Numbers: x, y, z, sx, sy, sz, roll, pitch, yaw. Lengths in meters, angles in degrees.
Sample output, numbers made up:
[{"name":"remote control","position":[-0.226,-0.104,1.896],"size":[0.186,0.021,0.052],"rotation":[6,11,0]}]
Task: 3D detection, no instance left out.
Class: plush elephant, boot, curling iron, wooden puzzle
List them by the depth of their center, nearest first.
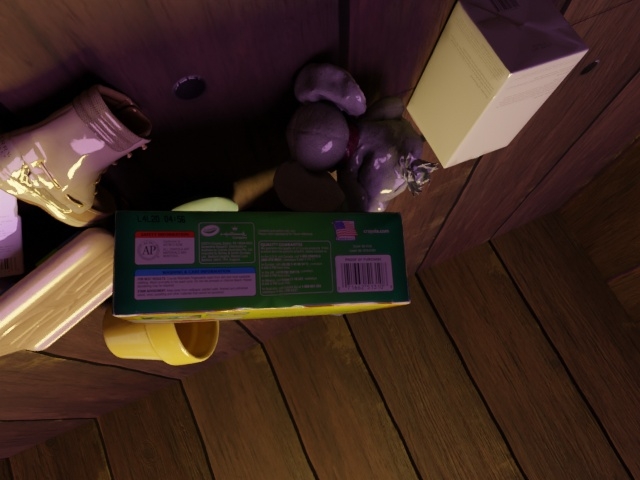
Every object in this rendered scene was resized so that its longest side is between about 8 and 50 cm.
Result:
[{"name":"boot","position":[-0.339,-0.121,0.755],"size":[0.204,0.095,0.262],"rotation":[-29,161,3]},{"name":"plush elephant","position":[0.039,-0.169,0.912],"size":[0.330,0.256,0.271],"rotation":[-135,-113,-76]},{"name":"wooden puzzle","position":[-0.509,0.095,0.952],"size":[0.322,0.080,0.348],"rotation":[-42,178,-11]},{"name":"curling iron","position":[-0.390,-0.027,1.017],"size":[0.068,0.035,0.274],"rotation":[-60,173,-15]}]

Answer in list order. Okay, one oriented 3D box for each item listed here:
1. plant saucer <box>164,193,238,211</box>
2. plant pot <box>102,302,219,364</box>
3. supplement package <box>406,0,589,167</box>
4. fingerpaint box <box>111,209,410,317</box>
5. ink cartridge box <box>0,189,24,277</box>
[{"name":"plant saucer","position":[-0.280,-0.056,1.092],"size":[0.195,0.037,0.195],"rotation":[-23,162,-8]},{"name":"plant pot","position":[-0.442,0.221,1.353],"size":[0.239,0.253,0.254],"rotation":[-13,165,15]},{"name":"supplement package","position":[0.320,-0.308,0.963],"size":[0.178,0.175,0.293],"rotation":[-21,161,-18]},{"name":"fingerpaint box","position":[-0.120,0.060,0.911],"size":[0.446,0.163,0.371],"rotation":[-1,169,-14]},{"name":"ink cartridge box","position":[-0.597,-0.030,0.719],"size":[0.275,0.060,0.238],"rotation":[-11,132,-38]}]
